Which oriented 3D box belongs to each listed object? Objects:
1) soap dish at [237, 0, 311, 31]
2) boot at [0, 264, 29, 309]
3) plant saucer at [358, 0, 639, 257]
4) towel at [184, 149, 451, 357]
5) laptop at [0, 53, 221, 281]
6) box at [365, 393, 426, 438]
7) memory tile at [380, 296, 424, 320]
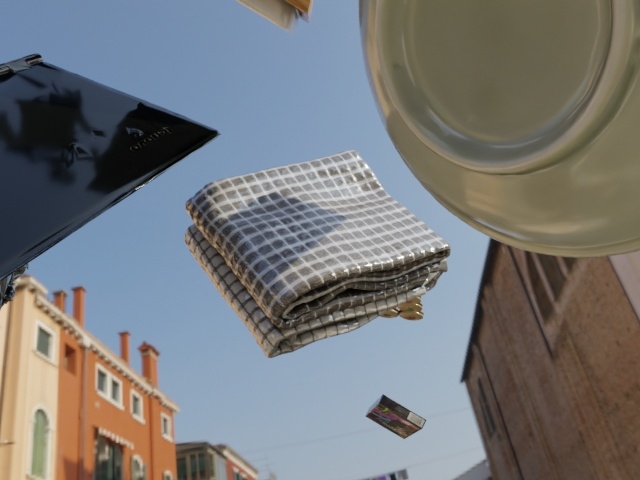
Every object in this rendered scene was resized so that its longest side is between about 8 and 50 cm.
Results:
[{"bbox_3d":[-0.126,-0.397,0.821,0.290,0.229,0.118,31,-76,-9],"label":"soap dish"},{"bbox_3d":[-0.649,0.091,1.134,0.367,0.445,0.146,-38,-52,22],"label":"boot"},{"bbox_3d":[0.150,-0.165,0.475,0.100,0.400,0.400,-23,-20,-38],"label":"plant saucer"},{"bbox_3d":[0.000,0.000,0.789,0.283,0.235,0.121,-17,-46,-33],"label":"towel"},{"bbox_3d":[-0.396,-0.039,0.687,0.408,0.382,0.236,-33,-80,35],"label":"laptop"},{"bbox_3d":[0.177,0.427,1.492,0.116,0.029,0.162,29,-25,7],"label":"box"},{"bbox_3d":[0.076,0.092,0.908,0.148,0.012,0.113,4,-24,13],"label":"memory tile"}]
